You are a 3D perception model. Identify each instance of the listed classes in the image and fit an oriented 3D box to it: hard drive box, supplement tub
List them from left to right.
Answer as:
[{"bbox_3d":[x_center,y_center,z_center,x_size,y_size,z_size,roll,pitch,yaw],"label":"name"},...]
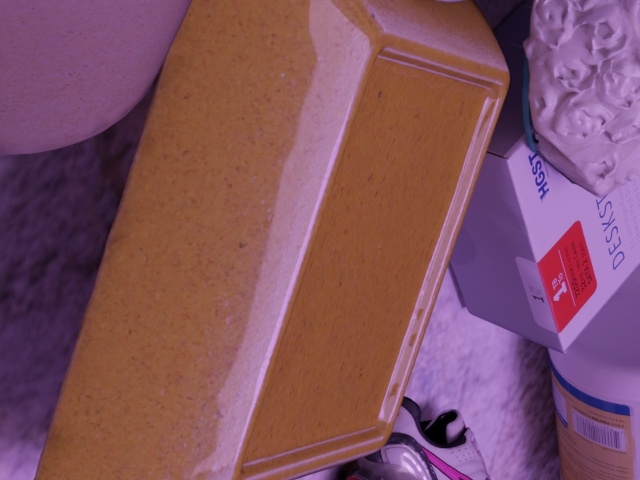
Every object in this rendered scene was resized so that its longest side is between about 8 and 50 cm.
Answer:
[{"bbox_3d":[0.177,-0.073,1.198,0.232,0.089,0.181,-46,136,-23],"label":"hard drive box"},{"bbox_3d":[0.245,0.132,1.334,0.144,0.144,0.200,-36,133,-32],"label":"supplement tub"}]

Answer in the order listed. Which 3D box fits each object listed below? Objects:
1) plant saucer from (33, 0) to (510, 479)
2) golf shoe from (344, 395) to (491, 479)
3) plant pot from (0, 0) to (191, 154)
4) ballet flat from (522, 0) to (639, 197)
[{"bbox_3d":[0.000,0.000,0.958,0.332,0.081,0.333,0,109,-68],"label":"plant saucer"},{"bbox_3d":[0.092,0.162,1.234,0.186,0.067,0.086,28,85,-51],"label":"golf shoe"},{"bbox_3d":[-0.128,-0.170,0.699,0.256,0.256,0.274,-39,151,-30],"label":"plant pot"},{"bbox_3d":[0.222,-0.222,1.038,0.147,0.147,0.409,12,91,-51],"label":"ballet flat"}]
